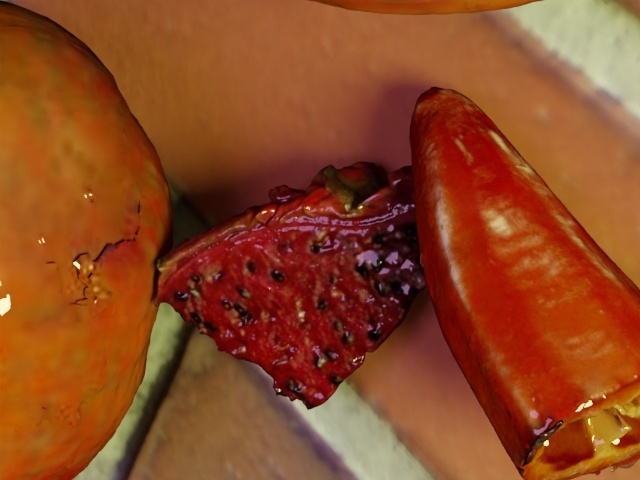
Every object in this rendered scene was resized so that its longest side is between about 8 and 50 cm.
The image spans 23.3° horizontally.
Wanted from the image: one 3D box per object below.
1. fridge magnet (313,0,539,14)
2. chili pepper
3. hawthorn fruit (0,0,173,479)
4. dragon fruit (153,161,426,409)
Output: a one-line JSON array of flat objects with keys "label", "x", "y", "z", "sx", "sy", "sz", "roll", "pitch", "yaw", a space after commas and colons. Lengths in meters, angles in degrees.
[{"label": "fridge magnet", "x": 0.029, "y": -0.254, "z": 0.496, "sx": 0.363, "sy": 0.155, "sz": 0.364, "roll": 4, "pitch": 99, "yaw": 26}, {"label": "chili pepper", "x": 0.075, "y": 0.004, "z": 0.581, "sx": 0.169, "sy": 0.088, "sz": 0.065, "roll": 63, "pitch": 148, "yaw": 31}, {"label": "hawthorn fruit", "x": -0.235, "y": 0.013, "z": 0.722, "sx": 0.276, "sy": 0.307, "sz": 0.276, "roll": 11, "pitch": 102, "yaw": 59}, {"label": "dragon fruit", "x": 0.001, "y": -0.001, "z": 0.677, "sx": 0.097, "sy": 0.063, "sz": 0.131, "roll": 41, "pitch": 122, "yaw": 0}]
